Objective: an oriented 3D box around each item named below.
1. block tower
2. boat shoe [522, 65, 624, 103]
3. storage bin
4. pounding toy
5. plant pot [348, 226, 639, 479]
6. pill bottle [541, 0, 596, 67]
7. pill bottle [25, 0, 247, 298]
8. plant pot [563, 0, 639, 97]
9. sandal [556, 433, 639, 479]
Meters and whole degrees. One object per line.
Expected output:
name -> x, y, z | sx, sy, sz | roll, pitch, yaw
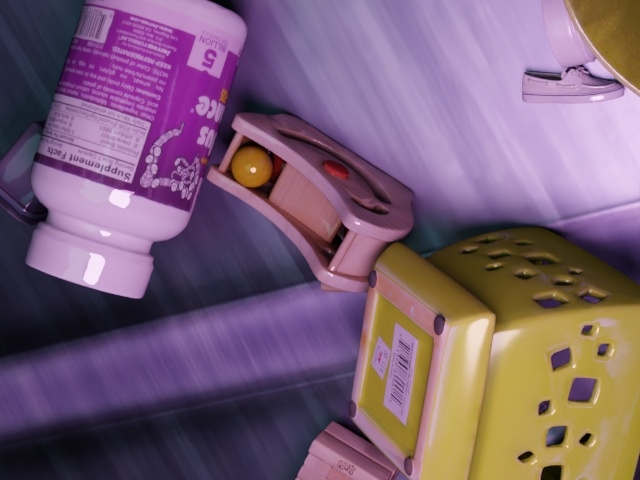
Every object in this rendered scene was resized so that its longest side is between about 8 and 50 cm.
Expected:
block tower -> -0.017, 0.359, 1.594 | 0.097, 0.091, 0.335 | 31, 114, 12
boat shoe -> 0.242, -0.151, 1.383 | 0.100, 0.035, 0.035 | 3, 108, 27
storage bin -> -0.291, -0.077, 1.563 | 0.098, 0.135, 0.091 | 41, 105, 6
pounding toy -> 0.000, 0.000, 1.452 | 0.269, 0.154, 0.154 | 33, 114, 10
plant pot -> 0.159, 0.123, 1.344 | 0.207, 0.227, 0.228 | 1, 108, -24
pill bottle -> 0.301, -0.215, 1.298 | 0.187, 0.112, 0.112 | -11, 101, 24
pill bottle -> -0.192, -0.102, 1.446 | 0.169, 0.169, 0.301 | 18, 91, 16
plant pot -> 0.365, -0.274, 1.111 | 0.275, 0.293, 0.274 | 24, 141, 21
sandal -> 0.182, 0.350, 1.485 | 0.446, 0.167, 0.107 | -38, 113, 25
